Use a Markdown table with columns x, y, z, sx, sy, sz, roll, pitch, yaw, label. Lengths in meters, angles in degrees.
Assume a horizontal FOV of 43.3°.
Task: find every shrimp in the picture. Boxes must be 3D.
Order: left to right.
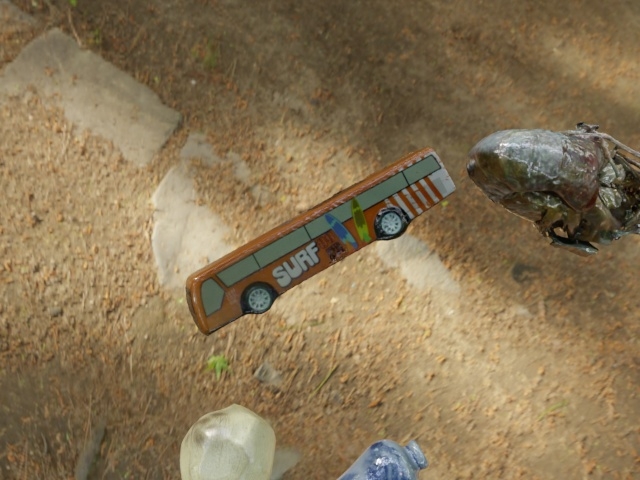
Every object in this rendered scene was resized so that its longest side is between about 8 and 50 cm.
| x | y | z | sx | sy | sz | roll | pitch | yaw | label |
| --- | --- | --- | --- | --- | --- | --- | --- | --- | --- |
| 0.316 | -0.055 | 0.897 | 0.343 | 0.145 | 0.116 | 14 | 62 | -24 | shrimp |

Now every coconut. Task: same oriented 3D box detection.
| x | y | z | sx | sy | sz | roll | pitch | yaw | label |
| --- | --- | --- | --- | --- | --- | --- | --- | --- | --- |
| -0.202 | 0.460 | 1.759 | 0.224 | 0.224 | 0.224 | 6 | 63 | -12 | coconut |

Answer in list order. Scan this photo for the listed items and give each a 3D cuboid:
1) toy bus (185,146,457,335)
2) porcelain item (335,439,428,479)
| x | y | z | sx | sy | sz | roll | pitch | yaw | label |
| --- | --- | --- | --- | --- | --- | --- | --- | --- | --- |
| 0.000 | 0.000 | 1.118 | 0.408 | 0.093 | 0.092 | -29 | 97 | -14 | toy bus |
| 0.106 | 0.516 | 1.703 | 0.259 | 0.141 | 0.141 | -31 | 74 | -4 | porcelain item |
